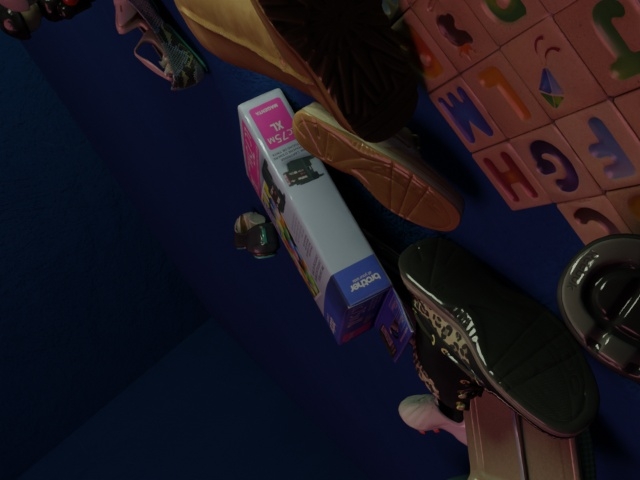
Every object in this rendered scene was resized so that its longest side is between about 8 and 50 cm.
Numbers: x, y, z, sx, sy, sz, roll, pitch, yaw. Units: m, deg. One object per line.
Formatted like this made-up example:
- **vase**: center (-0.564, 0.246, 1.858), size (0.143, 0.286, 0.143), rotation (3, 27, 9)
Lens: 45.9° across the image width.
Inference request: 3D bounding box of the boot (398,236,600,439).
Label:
- **boot**: center (0.166, 0.123, 0.741), size (0.236, 0.085, 0.178), rotation (48, 160, 36)

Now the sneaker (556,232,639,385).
- **sneaker**: center (0.263, 0.085, 0.427), size (0.267, 0.101, 0.106), rotation (40, -172, 23)

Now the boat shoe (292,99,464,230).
- **boat shoe**: center (0.058, -0.075, 0.650), size (0.170, 0.059, 0.063), rotation (36, 149, 10)

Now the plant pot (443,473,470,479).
- **plant pot**: center (0.246, 0.541, 1.273), size (0.293, 0.235, 0.293), rotation (45, 164, 17)

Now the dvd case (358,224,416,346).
- **dvd case**: center (0.092, 0.067, 0.979), size (0.164, 0.018, 0.221), rotation (38, 162, 41)

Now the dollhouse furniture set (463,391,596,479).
- **dollhouse furniture set**: center (0.274, 0.275, 0.837), size (0.197, 0.151, 0.301), rotation (170, 93, -67)

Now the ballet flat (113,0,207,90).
- **ballet flat**: center (-0.227, -0.274, 0.982), size (0.188, 0.070, 0.070), rotation (50, 165, -1)

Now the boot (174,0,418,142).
- **boot**: center (-0.058, -0.202, 0.594), size (0.269, 0.089, 0.236), rotation (40, 163, 46)

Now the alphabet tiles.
- **alphabet tiles**: center (0.121, -0.122, 0.440), size (0.342, 0.011, 0.285), rotation (52, 165, -7)

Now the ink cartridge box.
- **ink cartridge box**: center (0.000, 0.000, 0.869), size (0.311, 0.065, 0.186), rotation (59, 168, 16)

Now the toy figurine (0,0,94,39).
- **toy figurine**: center (-0.381, -0.380, 0.961), size (0.209, 0.148, 0.213), rotation (61, 164, -12)

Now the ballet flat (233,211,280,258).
- **ballet flat**: center (-0.111, -0.015, 1.299), size (0.074, 0.074, 0.203), rotation (53, 171, -13)

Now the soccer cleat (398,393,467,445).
- **soccer cleat**: center (0.176, 0.246, 1.097), size (0.196, 0.068, 0.076), rotation (4, 128, 61)
